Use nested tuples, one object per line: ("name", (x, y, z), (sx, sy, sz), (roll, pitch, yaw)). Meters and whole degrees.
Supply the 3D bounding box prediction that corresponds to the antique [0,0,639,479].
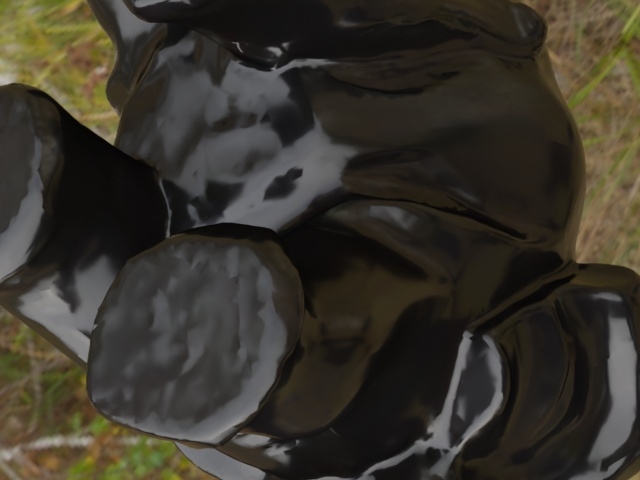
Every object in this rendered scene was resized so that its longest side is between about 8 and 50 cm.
("antique", (0.000, 0.000, 0.535), (0.185, 0.322, 0.255), (-15, 148, 29))
